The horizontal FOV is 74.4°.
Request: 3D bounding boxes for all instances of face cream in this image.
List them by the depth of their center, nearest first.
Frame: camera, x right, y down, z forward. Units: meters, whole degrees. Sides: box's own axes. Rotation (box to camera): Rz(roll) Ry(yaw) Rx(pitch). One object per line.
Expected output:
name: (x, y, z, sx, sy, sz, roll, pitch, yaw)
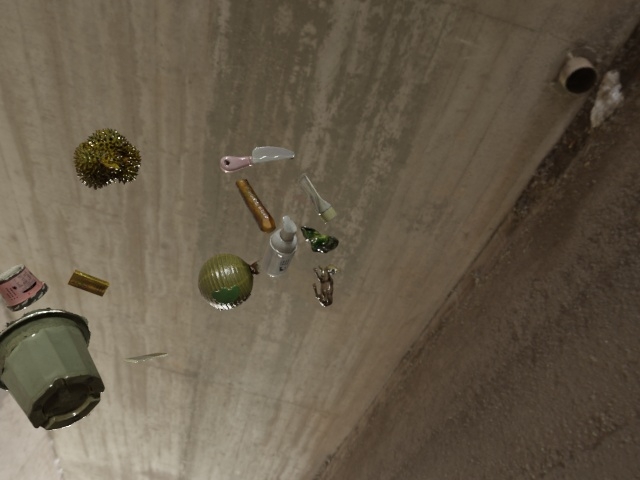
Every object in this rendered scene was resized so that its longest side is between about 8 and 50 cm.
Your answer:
face cream: (-0.022, -0.181, 1.790, 0.070, 0.224, 0.114, -39, 5, -17)
face cream: (-0.192, 0.028, 2.111, 0.370, 0.145, 0.145, 117, 170, -50)

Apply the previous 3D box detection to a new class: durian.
durian: (-0.888, -0.332, 1.743, 0.293, 0.258, 0.258, -89, 14, -58)

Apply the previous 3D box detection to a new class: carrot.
carrot: (-0.260, -0.139, 1.676, 0.260, 0.070, 0.070, 56, 153, 22)

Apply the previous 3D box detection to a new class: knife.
knife: (-0.275, -0.364, 1.846, 0.043, 0.335, 0.081, -18, 88, 68)

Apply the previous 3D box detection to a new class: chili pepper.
chili pepper: (0.000, 0.008, 2.459, 0.264, 0.148, 0.116, 24, 99, 46)

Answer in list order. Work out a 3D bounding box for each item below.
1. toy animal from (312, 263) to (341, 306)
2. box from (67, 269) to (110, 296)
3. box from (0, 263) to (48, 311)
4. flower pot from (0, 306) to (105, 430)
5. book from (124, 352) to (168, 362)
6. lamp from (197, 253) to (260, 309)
toy animal: (0.021, 0.168, 1.697, 0.186, 0.093, 0.214, 57, -150, -54)
box: (-1.042, 0.194, 1.899, 0.089, 0.156, 0.022, -49, 28, 23)
box: (-1.163, 0.176, 1.626, 0.151, 0.151, 0.135, -78, -28, -56)
flower pot: (-0.764, 0.376, 1.198, 0.290, 0.259, 0.290, -30, -42, -32)
book: (-1.002, 0.673, 2.430, 0.198, 0.138, 0.016, 2, -99, -52)
lamp: (-0.391, 0.167, 1.851, 0.250, 0.284, 0.250, 155, 90, -86)
